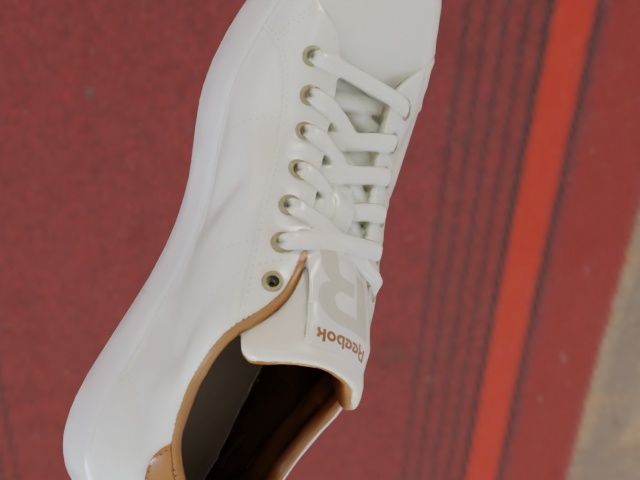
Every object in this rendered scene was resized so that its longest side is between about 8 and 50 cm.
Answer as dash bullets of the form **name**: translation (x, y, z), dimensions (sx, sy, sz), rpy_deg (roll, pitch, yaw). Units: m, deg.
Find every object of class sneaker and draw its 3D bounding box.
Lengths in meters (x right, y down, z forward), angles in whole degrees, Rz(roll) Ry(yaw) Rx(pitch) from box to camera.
- **sneaker**: translation (0.000, 0.000, 0.789), dimensions (0.106, 0.290, 0.123), rpy_deg (23, 179, -37)
